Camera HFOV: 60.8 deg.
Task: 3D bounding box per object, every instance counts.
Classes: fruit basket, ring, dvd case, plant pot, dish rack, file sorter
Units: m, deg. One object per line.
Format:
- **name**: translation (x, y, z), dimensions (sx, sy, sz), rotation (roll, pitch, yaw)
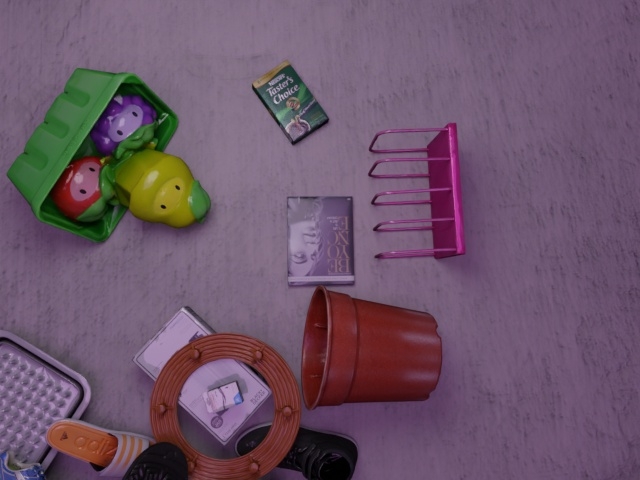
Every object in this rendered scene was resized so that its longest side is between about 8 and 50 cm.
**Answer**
- **fruit basket**: translation (-0.439, -0.158, 1.230), dimensions (0.392, 0.283, 0.392), rotation (-3, 76, 11)
- **ring**: translation (-0.210, 0.373, 1.203), dimensions (0.337, 0.032, 0.336), rotation (0, 84, 0)
- **dvd case**: translation (0.000, 0.000, 1.350), dimensions (0.165, 0.018, 0.221), rotation (-1, 85, -4)
- **plant pot**: translation (0.112, 0.250, 1.227), dimensions (0.265, 0.272, 0.272), rotation (7, 85, -11)
- **dish rack**: translation (-0.707, 0.400, 1.247), dimensions (0.285, 0.072, 0.333), rotation (32, 84, 0)
- **file sorter**: translation (0.213, -0.103, 1.281), dimensions (0.182, 0.202, 0.290), rotation (-3, 85, -2)

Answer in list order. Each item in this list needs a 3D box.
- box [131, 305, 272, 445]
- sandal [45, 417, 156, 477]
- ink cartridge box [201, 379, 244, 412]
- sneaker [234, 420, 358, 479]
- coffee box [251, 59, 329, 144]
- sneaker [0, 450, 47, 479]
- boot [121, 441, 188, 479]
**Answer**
- **box**: translation (-0.269, 0.308, 1.273), dimensions (0.290, 0.087, 0.169), rotation (42, 84, 0)
- **sandal**: translation (-0.481, 0.478, 1.218), dimensions (0.265, 0.076, 0.102), rotation (25, 87, -23)
- **ink cartridge box**: translation (-0.213, 0.340, 1.176), dimensions (0.083, 0.028, 0.048), rotation (-20, 84, -2)
- **sneaker**: translation (-0.053, 0.487, 1.242), dimensions (0.296, 0.147, 0.104), rotation (6, 87, -2)
- **coffee box**: translation (-0.076, -0.344, 1.362), dimensions (0.113, 0.040, 0.184), rotation (-34, 88, -5)
- **sneaker**: translation (-0.618, 0.531, 1.166), dimensions (0.211, 0.080, 0.081), rotation (29, 85, -1)
- **boot**: translation (-0.434, 0.587, 1.172), dimensions (0.131, 0.260, 0.348), rotation (34, 67, -27)
